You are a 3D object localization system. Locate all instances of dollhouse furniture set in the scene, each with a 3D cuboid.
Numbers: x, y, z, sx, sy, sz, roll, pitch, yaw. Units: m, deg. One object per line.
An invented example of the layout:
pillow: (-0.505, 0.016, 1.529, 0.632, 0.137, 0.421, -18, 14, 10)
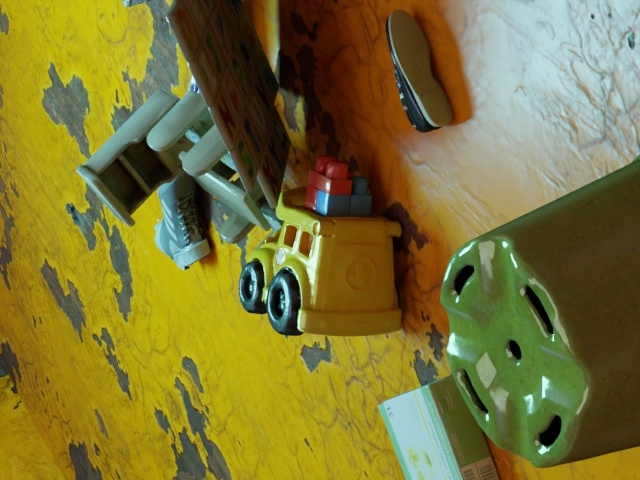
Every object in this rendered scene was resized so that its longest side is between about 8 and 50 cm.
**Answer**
dollhouse furniture set: (-0.169, -0.069, 1.883, 0.242, 0.161, 0.212, 34, 165, 40)

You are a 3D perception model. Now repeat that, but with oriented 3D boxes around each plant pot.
plant pot: (0.244, 0.055, 1.143, 0.276, 0.253, 0.276, 41, 140, 48)

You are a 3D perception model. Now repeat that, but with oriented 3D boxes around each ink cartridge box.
ink cartridge box: (0.125, 0.263, 1.747, 0.235, 0.056, 0.171, -33, 75, 62)

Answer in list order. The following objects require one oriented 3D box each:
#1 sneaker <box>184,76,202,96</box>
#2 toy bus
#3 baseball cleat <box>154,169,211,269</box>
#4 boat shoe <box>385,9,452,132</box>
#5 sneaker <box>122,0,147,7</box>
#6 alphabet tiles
sneaker: (-0.126, -0.225, 1.936, 0.104, 0.095, 0.236, 45, 149, 38)
toy bus: (0.000, 0.000, 1.761, 0.220, 0.149, 0.212, 24, 113, 62)
baseball cleat: (-0.201, -0.034, 2.241, 0.109, 0.072, 0.206, 46, 150, 22)
boat shoe: (0.096, -0.178, 1.547, 0.042, 0.049, 0.133, -22, 90, 57)
sneaker: (-0.181, -0.400, 1.837, 0.282, 0.153, 0.099, 111, 142, -67)
alphabet tiles: (-0.108, -0.220, 1.727, 0.285, 0.011, 0.343, -80, -30, -59)
